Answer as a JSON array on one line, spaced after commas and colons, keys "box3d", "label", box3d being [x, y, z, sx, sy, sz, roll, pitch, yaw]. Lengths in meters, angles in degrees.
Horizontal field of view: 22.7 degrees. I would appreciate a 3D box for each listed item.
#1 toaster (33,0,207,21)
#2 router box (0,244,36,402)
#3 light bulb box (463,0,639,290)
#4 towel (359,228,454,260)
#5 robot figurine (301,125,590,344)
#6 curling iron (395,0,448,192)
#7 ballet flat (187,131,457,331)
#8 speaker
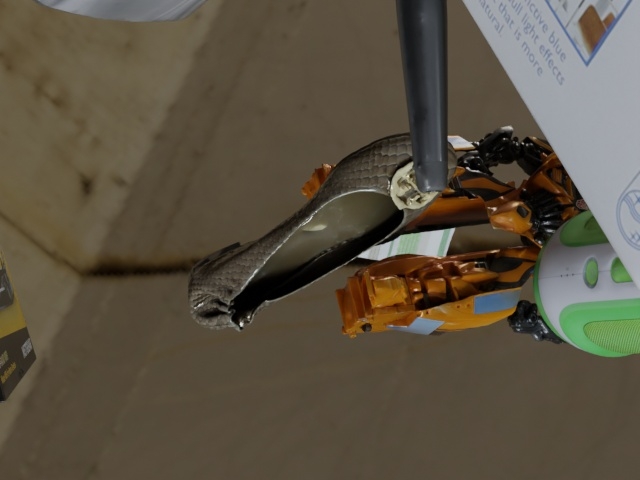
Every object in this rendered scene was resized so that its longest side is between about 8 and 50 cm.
[{"box3d": [-0.176, -0.282, 1.463, 0.146, 0.227, 0.129, -19, -107, 54], "label": "toaster"}, {"box3d": [-0.353, 0.028, 1.511, 0.081, 0.242, 0.309, -17, -175, -4], "label": "router box"}, {"box3d": [0.294, -0.191, 0.662, 0.225, 0.358, 0.361, 62, -35, 26], "label": "light bulb box"}, {"box3d": [0.107, -0.016, 2.211, 0.023, 0.152, 0.113, -87, -171, -51], "label": "towel"}, {"box3d": [0.140, -0.006, 1.387, 0.085, 0.291, 0.211, 130, -52, -58], "label": "robot figurine"}, {"box3d": [0.052, -0.163, 0.883, 0.035, 0.274, 0.068, 0, -177, 9], "label": "curling iron"}, {"box3d": [0.000, 0.000, 1.230, 0.250, 0.084, 0.058, -30, -141, 17], "label": "ballet flat"}, {"box3d": [0.276, 0.025, 1.194, 0.131, 0.131, 0.296, -56, -166, -15], "label": "speaker"}]
